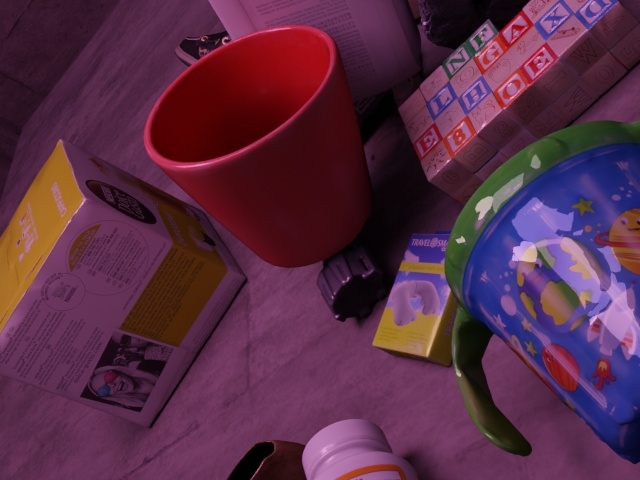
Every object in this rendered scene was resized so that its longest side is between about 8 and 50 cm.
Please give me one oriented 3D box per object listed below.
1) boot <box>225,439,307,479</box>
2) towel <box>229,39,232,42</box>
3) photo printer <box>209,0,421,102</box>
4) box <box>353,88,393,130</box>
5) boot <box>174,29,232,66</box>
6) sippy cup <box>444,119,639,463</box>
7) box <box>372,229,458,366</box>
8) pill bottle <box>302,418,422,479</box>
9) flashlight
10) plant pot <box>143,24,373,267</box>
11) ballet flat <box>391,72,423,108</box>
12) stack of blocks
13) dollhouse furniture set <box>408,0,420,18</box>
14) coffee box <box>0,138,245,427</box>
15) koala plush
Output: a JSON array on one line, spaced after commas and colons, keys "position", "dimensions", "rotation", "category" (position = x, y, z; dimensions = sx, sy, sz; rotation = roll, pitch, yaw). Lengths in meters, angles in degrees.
[{"position": [-0.112, 0.379, 1.032], "dimensions": [0.305, 0.115, 0.112], "rotation": [-56, 33, 9], "category": "boot"}, {"position": [-0.153, -0.337, 1.445], "dimensions": [0.325, 0.038, 0.248], "rotation": [-36, 21, 52], "category": "towel"}, {"position": [-0.003, -0.318, 1.139], "dimensions": [0.256, 0.307, 0.107], "rotation": [-14, 50, 18], "category": "photo printer"}, {"position": [-0.042, -0.223, 1.333], "dimensions": [0.270, 0.216, 0.060], "rotation": [-47, -6, 20], "category": "box"}, {"position": [-0.165, -0.473, 1.768], "dimensions": [0.284, 0.138, 0.377], "rotation": [-60, 35, 3], "category": "boot"}, {"position": [0.259, 0.053, 0.682], "dimensions": [0.224, 0.240, 0.306], "rotation": [-120, 25, -43], "category": "sippy cup"}, {"position": [0.140, 0.061, 0.996], "dimensions": [0.109, 0.042, 0.178], "rotation": [2, 67, 55], "category": "box"}, {"position": [0.058, 0.308, 0.822], "dimensions": [0.136, 0.136, 0.246], "rotation": [-49, 33, 17], "category": "pill bottle"}, {"position": [0.000, 0.000, 1.198], "dimensions": [0.103, 0.103, 0.304], "rotation": [-20, 40, -6], "category": "flashlight"}, {"position": [-0.058, -0.111, 1.081], "dimensions": [0.274, 0.243, 0.275], "rotation": [-17, 42, 16], "category": "plant pot"}, {"position": [0.128, -0.255, 1.256], "dimensions": [0.057, 0.052, 0.168], "rotation": [-36, 39, 33], "category": "ballet flat"}, {"position": [0.247, -0.203, 1.012], "dimensions": [0.297, 0.087, 0.171], "rotation": [-44, 35, 25], "category": "stack of blocks"}, {"position": [0.092, -0.441, 1.364], "dimensions": [0.144, 0.123, 0.151], "rotation": [-27, 38, 20], "category": "dollhouse furniture set"}, {"position": [-0.401, 0.070, 1.478], "dimensions": [0.338, 0.334, 0.337], "rotation": [-56, 32, 7], "category": "coffee box"}, {"position": [0.191, -0.404, 1.131], "dimensions": [0.196, 0.203, 0.221], "rotation": [-15, 57, -2], "category": "koala plush"}]
